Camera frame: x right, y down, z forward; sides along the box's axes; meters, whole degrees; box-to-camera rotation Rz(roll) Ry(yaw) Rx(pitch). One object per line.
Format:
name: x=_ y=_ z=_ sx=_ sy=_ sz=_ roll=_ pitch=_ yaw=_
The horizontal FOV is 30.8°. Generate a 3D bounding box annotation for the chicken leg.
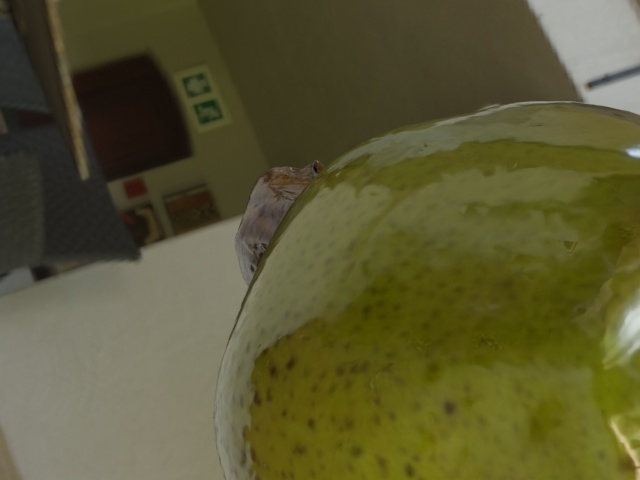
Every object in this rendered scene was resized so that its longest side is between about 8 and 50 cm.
chicken leg: x=0.000 y=0.000 z=0.777 sx=0.304 sy=0.093 sz=0.113 roll=-170 pitch=-90 yaw=-79

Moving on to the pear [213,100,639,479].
pear: x=0.095 y=0.070 z=0.521 sx=0.294 sy=0.294 sz=0.294 roll=161 pitch=-90 yaw=-74
